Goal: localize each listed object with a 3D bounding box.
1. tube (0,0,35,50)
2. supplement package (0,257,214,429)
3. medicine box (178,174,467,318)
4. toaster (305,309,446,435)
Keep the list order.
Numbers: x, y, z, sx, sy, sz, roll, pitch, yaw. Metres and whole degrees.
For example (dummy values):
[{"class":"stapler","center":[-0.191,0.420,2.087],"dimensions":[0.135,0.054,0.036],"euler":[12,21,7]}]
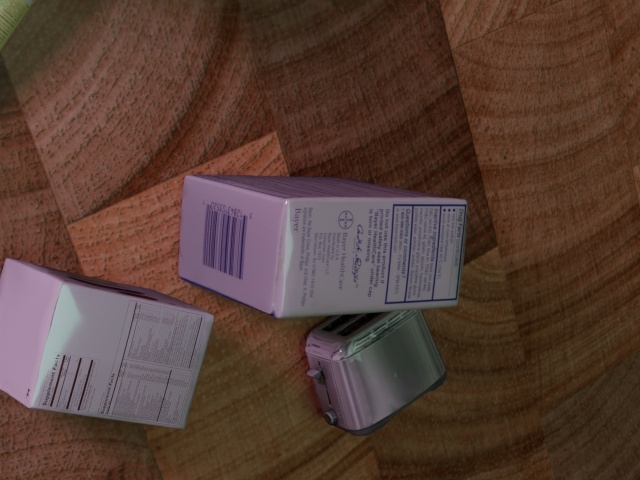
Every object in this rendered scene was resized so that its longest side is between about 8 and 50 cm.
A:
[{"class":"tube","center":[-0.400,-0.245,1.334],"dimensions":[0.070,0.062,0.240],"euler":[33,82,11]},{"class":"supplement package","center":[-0.276,0.124,1.394],"dimensions":[0.203,0.194,0.149],"euler":[15,89,-36]},{"class":"medicine box","center":[0.000,0.000,1.518],"dimensions":[0.289,0.263,0.149],"euler":[0,99,-34]},{"class":"toaster","center":[0.085,0.171,1.690],"dimensions":[0.227,0.129,0.146],"euler":[-30,111,-25]}]
